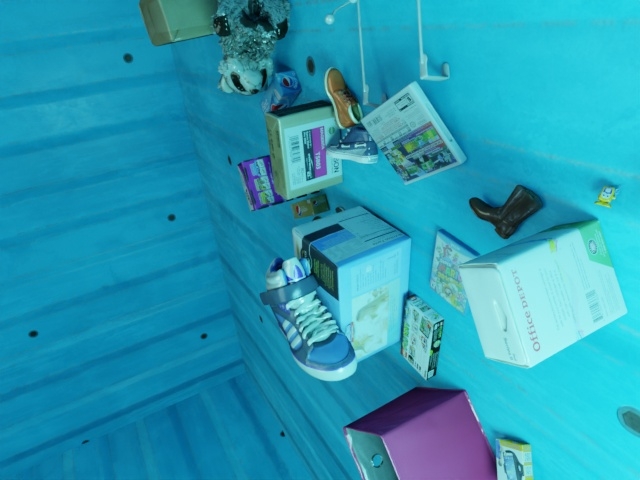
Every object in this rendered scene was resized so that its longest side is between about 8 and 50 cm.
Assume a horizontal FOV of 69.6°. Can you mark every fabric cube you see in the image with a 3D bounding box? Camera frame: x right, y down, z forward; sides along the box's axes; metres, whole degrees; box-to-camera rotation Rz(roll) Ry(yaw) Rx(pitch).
[{"bbox_3d":[0.253,0.548,1.177,0.254,0.258,0.259,67,156,8],"label":"fabric cube"}]

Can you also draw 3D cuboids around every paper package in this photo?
[{"bbox_3d":[-0.436,-0.795,1.598,0.325,0.310,0.168,32,140,57],"label":"paper package"}]

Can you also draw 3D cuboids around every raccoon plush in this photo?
[{"bbox_3d":[-0.213,-0.666,1.424,0.299,0.216,0.446,127,150,-66],"label":"raccoon plush"}]

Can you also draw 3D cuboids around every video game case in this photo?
[{"bbox_3d":[0.295,0.072,1.025,0.119,0.015,0.166,44,145,46],"label":"video game case"},{"bbox_3d":[0.188,-0.215,0.964,0.183,0.023,0.201,53,158,-9],"label":"video game case"}]

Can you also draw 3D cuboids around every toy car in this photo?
[{"bbox_3d":[0.421,-0.058,0.604,0.122,0.060,0.040,28,100,49],"label":"toy car"}]

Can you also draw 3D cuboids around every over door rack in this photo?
[{"bbox_3d":[0.113,-0.444,0.917,0.239,0.108,0.324,6,113,65],"label":"over door rack"}]

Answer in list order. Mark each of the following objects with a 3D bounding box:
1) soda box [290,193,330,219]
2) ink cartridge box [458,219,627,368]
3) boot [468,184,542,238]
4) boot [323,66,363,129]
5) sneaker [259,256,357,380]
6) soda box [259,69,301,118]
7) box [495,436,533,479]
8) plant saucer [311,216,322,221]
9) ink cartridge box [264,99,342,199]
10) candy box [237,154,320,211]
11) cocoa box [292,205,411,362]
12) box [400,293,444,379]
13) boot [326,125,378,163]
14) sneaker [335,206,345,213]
[{"bbox_3d":[-0.038,-0.113,1.557,0.181,0.061,0.058,-3,105,66],"label":"soda box"},{"bbox_3d":[0.333,0.074,0.693,0.093,0.212,0.154,-13,96,67],"label":"ink cartridge box"},{"bbox_3d":[0.327,-0.069,0.819,0.106,0.037,0.114,47,153,19],"label":"boot"},{"bbox_3d":[0.062,-0.363,1.162,0.085,0.059,0.157,14,128,59],"label":"boot"},{"bbox_3d":[-0.040,0.163,1.103,0.323,0.130,0.236,35,142,55],"label":"sneaker"},{"bbox_3d":[-0.134,-0.465,1.493,0.210,0.067,0.071,-25,84,67],"label":"soda box"},{"bbox_3d":[0.421,0.508,0.999,0.081,0.028,0.136,152,123,-65],"label":"box"},{"bbox_3d":[0.000,0.000,1.603,0.168,0.029,0.168,45,145,45],"label":"plant saucer"},{"bbox_3d":[-0.041,-0.255,1.289,0.088,0.193,0.234,37,140,49],"label":"ink cartridge box"},{"bbox_3d":[-0.132,-0.200,1.481,0.071,0.234,0.159,0,107,66],"label":"candy box"},{"bbox_3d":[0.084,0.124,1.254,0.228,0.232,0.347,39,141,47],"label":"cocoa box"},{"bbox_3d":[0.263,0.255,1.208,0.114,0.036,0.207,44,145,47],"label":"box"},{"bbox_3d":[0.082,-0.256,1.195,0.190,0.069,0.086,23,121,50],"label":"boot"},{"bbox_3d":[0.063,-0.067,1.402,0.083,0.035,0.031,60,154,24],"label":"sneaker"}]
